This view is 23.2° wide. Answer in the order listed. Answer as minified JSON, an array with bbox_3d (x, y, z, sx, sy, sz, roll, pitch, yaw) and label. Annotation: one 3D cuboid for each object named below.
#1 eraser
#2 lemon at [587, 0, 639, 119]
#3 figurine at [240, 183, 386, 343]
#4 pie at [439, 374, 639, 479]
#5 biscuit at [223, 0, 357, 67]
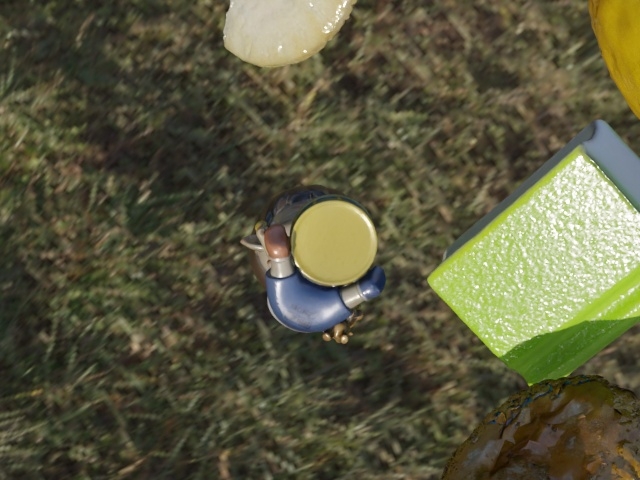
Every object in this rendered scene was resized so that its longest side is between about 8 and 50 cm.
[{"bbox_3d":[0.287,0.024,1.803,0.210,0.274,0.092,46,32,-4],"label":"eraser"},{"bbox_3d":[0.292,-0.139,0.902,0.263,0.236,0.236,-15,79,5],"label":"lemon"},{"bbox_3d":[-0.005,0.008,1.795,0.161,0.275,0.158,27,99,-12],"label":"figurine"},{"bbox_3d":[0.244,0.249,1.691,0.273,0.273,0.069,-51,129,-28],"label":"pie"},{"bbox_3d":[-0.036,-0.306,1.776,0.040,0.265,0.188,-13,59,-50],"label":"biscuit"}]
